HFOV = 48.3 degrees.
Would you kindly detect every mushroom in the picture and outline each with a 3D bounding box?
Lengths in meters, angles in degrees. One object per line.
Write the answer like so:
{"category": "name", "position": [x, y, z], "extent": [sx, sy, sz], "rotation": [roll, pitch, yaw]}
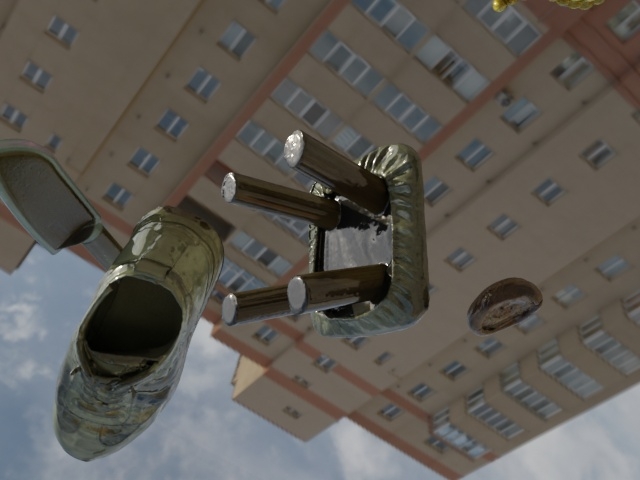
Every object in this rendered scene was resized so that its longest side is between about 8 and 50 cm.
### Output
{"category": "mushroom", "position": [0.275, 0.099, 1.081], "extent": [0.123, 0.123, 0.052], "rotation": [13, -138, -41]}

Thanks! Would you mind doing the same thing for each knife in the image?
{"category": "knife", "position": [-0.239, -0.009, 0.689], "extent": [0.061, 0.343, 0.027], "rotation": [-43, -108, -14]}

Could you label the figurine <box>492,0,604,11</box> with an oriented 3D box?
{"category": "figurine", "position": [0.215, -0.241, 0.620], "extent": [0.095, 0.115, 0.156], "rotation": [44, -176, -23]}

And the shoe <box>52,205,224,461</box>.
{"category": "shoe", "position": [-0.175, 0.101, 0.630], "extent": [0.103, 0.275, 0.098], "rotation": [24, -157, -2]}

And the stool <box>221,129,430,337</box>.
{"category": "stool", "position": [0.000, 0.000, 1.160], "extent": [0.226, 0.310, 0.310], "rotation": [6, -104, -34]}
